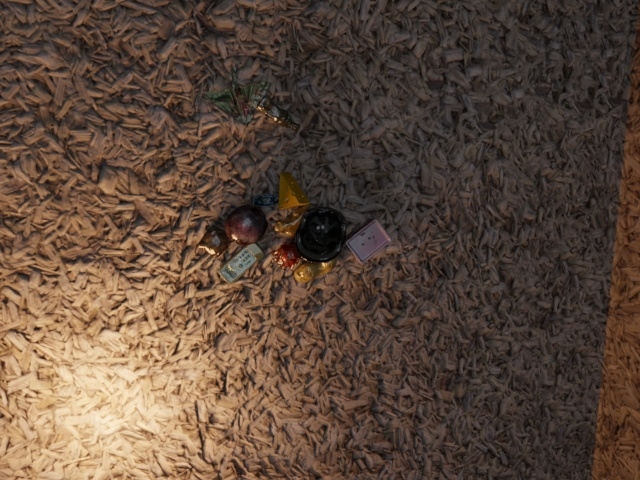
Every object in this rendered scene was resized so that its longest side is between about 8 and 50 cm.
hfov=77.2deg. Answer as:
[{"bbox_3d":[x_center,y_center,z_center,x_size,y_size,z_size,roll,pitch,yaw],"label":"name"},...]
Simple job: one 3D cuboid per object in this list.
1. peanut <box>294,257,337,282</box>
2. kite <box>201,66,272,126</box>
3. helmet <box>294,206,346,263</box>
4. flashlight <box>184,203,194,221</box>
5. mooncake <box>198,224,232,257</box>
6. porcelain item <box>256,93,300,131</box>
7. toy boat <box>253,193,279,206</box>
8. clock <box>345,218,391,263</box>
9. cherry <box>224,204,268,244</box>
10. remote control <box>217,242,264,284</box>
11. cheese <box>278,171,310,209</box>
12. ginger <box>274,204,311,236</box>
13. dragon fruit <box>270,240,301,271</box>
[{"bbox_3d":[-0.021,0.134,1.964,0.230,0.103,0.098,-25,99,-3],"label":"peanut"},{"bbox_3d":[-0.369,-0.655,1.837,0.324,0.013,0.267,-16,102,-9],"label":"kite"},{"bbox_3d":[0.000,0.000,1.882,0.225,0.177,0.305,16,67,7],"label":"helmet"},{"bbox_3d":[-0.610,-0.130,1.870,0.019,0.018,0.083,23,94,-10],"label":"flashlight"},{"bbox_3d":[-0.494,0.010,1.884,0.125,0.073,0.129,38,93,-14],"label":"mooncake"},{"bbox_3d":[-0.190,-0.574,1.854,0.216,0.069,0.081,34,89,-20],"label":"porcelain item"},{"bbox_3d":[-0.250,-0.190,1.900,0.137,0.061,0.060,-4,99,-10],"label":"toy boat"},{"bbox_3d":[0.233,0.000,2.007,0.197,0.063,0.150,-39,102,-3],"label":"clock"},{"bbox_3d":[-0.338,-0.075,1.831,0.195,0.195,0.194,-1,98,-9],"label":"cherry"},{"bbox_3d":[-0.381,0.104,1.934,0.233,0.038,0.098,-42,102,-1],"label":"remote control"},{"bbox_3d":[-0.141,-0.240,1.881,0.126,0.093,0.170,-14,88,33],"label":"cheese"},{"bbox_3d":[-0.115,-0.086,1.930,0.206,0.081,0.115,-38,98,-6],"label":"ginger"},{"bbox_3d":[-0.157,0.071,1.933,0.142,0.130,0.121,-55,136,0],"label":"dragon fruit"}]
